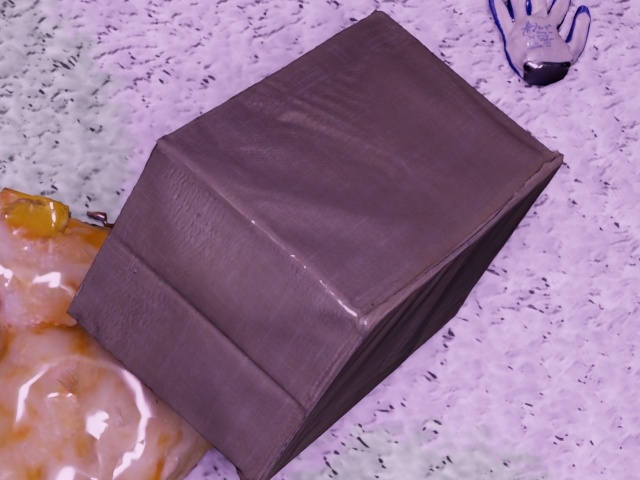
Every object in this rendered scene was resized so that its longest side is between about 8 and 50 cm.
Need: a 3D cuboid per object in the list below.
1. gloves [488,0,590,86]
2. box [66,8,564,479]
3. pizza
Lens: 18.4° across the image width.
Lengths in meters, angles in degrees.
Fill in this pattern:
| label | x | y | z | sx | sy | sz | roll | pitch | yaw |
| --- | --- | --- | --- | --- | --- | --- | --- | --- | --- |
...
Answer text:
| label | x | y | z | sx | sy | sz | roll | pitch | yaw |
| --- | --- | --- | --- | --- | --- | --- | --- | --- | --- |
| gloves | 0.146 | -0.144 | 1.302 | 0.064 | 0.026 | 0.086 | -10 | 66 | -11 |
| box | 0.000 | 0.000 | 1.120 | 0.149 | 0.155 | 0.231 | 41 | 41 | 11 |
| pizza | -0.261 | 0.121 | 1.133 | 0.435 | 0.080 | 0.391 | 15 | 69 | 0 |
